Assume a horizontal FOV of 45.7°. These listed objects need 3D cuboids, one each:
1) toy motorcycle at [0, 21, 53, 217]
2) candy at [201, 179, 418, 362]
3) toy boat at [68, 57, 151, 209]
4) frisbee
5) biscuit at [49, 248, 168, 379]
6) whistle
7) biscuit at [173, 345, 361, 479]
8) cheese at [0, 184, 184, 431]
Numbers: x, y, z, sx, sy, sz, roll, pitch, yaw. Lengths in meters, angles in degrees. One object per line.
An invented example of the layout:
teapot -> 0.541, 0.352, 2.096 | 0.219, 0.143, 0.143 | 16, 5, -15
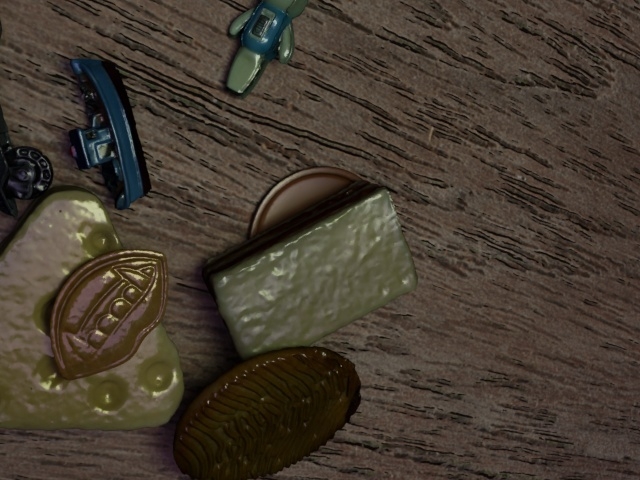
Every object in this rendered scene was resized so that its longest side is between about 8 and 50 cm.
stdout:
toy motorcycle -> -0.512, -0.187, 1.022 | 0.212, 0.125, 0.359 | -19, 103, -7
candy -> -0.016, 0.054, 1.200 | 0.320, 0.135, 0.179 | -28, 107, -10
toy boat -> -0.318, -0.152, 1.101 | 0.097, 0.100, 0.223 | -20, 104, -29
frisbee -> 0.000, 0.000, 1.276 | 0.250, 0.021, 0.251 | -4, 101, -19
biscuit -> -0.300, 0.098, 1.073 | 0.142, 0.029, 0.221 | 43, 83, -19
whistle -> -0.078, -0.329, 1.170 | 0.114, 0.077, 0.236 | 28, 95, 7
biscuit -> -0.079, 0.284, 1.200 | 0.318, 0.040, 0.318 | -17, 136, -17
cheese -> -0.357, 0.149, 1.132 | 0.384, 0.104, 0.384 | -3, 99, -18
